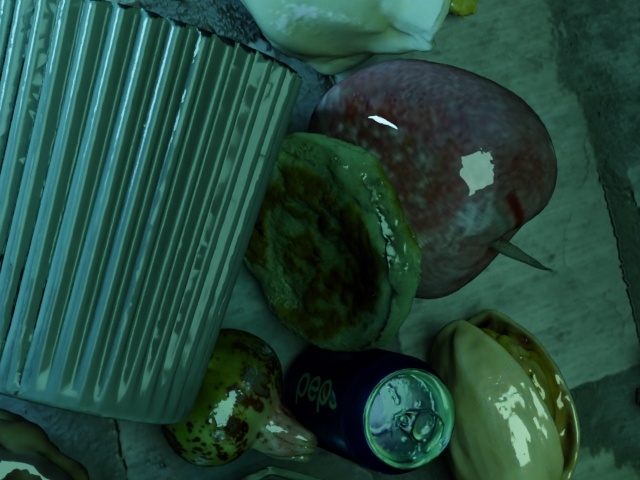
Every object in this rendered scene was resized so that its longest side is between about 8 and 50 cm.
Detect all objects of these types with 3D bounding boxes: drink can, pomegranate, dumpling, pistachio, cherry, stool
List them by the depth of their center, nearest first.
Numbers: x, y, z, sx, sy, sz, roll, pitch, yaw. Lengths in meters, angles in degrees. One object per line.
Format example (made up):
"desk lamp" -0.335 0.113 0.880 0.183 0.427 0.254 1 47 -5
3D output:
"stool" -0.200 -0.027 1.226 0.297 0.297 0.330 16 88 -21
"dumpling" 0.012 -0.311 1.334 0.187 0.243 0.318 -37 117 -48
"pomegranate" -0.081 0.159 1.337 0.163 0.125 0.138 19 61 20
"drink can" 0.046 0.162 1.359 0.118 0.205 0.118 0 91 -21
"cherry" 0.119 -0.057 1.376 0.285 0.213 0.236 37 110 10
"pistachio" 0.192 0.187 1.459 0.157 0.157 0.229 -16 90 -21

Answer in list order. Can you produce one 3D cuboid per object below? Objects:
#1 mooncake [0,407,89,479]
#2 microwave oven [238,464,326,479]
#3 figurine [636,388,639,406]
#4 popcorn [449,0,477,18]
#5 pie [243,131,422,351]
"mooncake" -0.346 0.299 1.215 0.324 0.187 0.324 1 87 -22
"microwave oven" -0.070 0.417 1.183 0.394 0.247 0.333 -19 115 -51
"figurine" 0.465 0.171 1.571 0.176 0.122 0.121 -9 127 -28
"popcorn" 0.139 -0.287 1.481 0.084 0.084 0.084 0 90 -22
"pie" 0.000 0.000 1.328 0.054 0.240 0.240 -27 100 -40
